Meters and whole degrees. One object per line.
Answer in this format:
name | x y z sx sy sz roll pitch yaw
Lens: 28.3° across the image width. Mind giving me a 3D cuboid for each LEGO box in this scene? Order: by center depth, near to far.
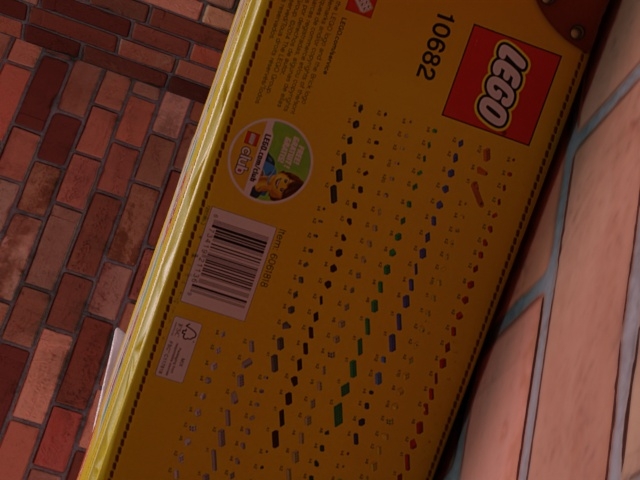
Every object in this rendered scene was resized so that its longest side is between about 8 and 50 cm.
LEGO box | -0.017 0.021 0.878 0.372 0.193 0.500 -121 50 -80

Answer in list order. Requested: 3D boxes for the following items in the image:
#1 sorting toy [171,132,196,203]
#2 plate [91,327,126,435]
sorting toy | -0.062 -0.084 1.507 0.193 0.208 0.038 -84 -9 -60
plate | -0.288 0.285 1.801 0.278 0.045 0.277 104 175 -74
